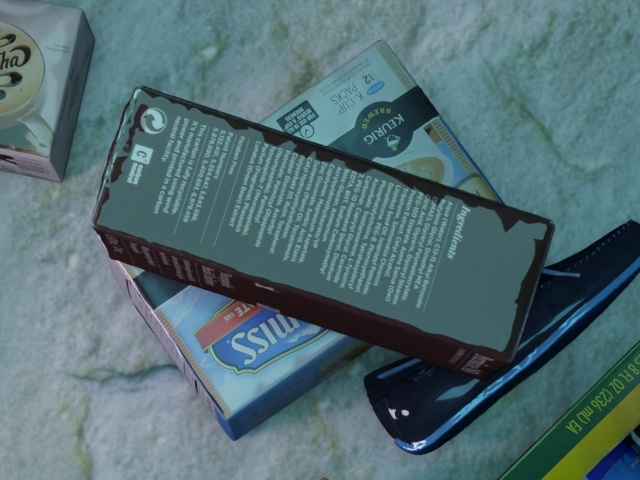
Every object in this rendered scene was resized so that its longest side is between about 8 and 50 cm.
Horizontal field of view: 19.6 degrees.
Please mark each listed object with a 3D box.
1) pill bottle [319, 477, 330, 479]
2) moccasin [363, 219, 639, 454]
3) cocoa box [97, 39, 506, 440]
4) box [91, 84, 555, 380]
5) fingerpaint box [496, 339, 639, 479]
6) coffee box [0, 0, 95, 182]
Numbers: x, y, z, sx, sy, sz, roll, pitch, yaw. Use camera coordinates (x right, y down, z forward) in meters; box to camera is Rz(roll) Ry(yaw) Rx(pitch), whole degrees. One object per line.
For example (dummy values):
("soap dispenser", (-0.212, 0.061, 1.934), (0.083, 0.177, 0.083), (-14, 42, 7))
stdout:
("pill bottle", (-0.042, 0.354, 1.838), (0.130, 0.130, 0.245), (40, 79, 8))
("moccasin", (0.193, 0.077, 1.901), (0.342, 0.138, 0.117), (-37, 76, -9))
("cocoa box", (-0.014, 0.009, 1.863), (0.347, 0.231, 0.228), (-34, 81, -7))
("box", (0.000, 0.000, 1.651), (0.381, 0.191, 0.143), (16, 80, 2))
("fingerpaint box", (0.337, 0.329, 1.798), (0.445, 0.163, 0.371), (-41, 81, -18))
("coffee box", (-0.405, -0.178, 1.958), (0.297, 0.119, 0.168), (11, 79, 2))
